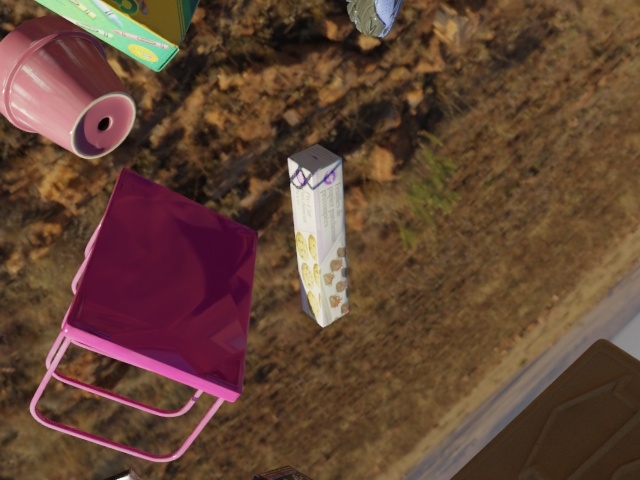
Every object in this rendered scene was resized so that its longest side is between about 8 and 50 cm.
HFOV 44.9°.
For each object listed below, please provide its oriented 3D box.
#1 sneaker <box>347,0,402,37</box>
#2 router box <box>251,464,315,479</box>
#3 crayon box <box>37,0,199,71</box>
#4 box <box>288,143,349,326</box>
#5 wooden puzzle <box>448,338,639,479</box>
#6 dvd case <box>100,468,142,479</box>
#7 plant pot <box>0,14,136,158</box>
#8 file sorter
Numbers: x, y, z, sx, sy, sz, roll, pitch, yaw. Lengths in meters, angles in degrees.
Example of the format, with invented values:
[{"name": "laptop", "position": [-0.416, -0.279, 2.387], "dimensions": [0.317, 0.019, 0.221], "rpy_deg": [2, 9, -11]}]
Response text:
[{"name": "sneaker", "position": [0.095, -0.251, 0.642], "dimensions": [0.221, 0.087, 0.083], "rpy_deg": [-61, -173, -21]}, {"name": "router box", "position": [-0.030, 0.322, 0.961], "dimensions": [0.038, 0.092, 0.122], "rpy_deg": [-65, 159, -2]}, {"name": "crayon box", "position": [-0.307, -0.383, 1.079], "dimensions": [0.081, 0.278, 0.165], "rpy_deg": [-25, -137, 53]}, {"name": "box", "position": [0.000, 0.000, 1.281], "dimensions": [0.063, 0.067, 0.324], "rpy_deg": [-29, 135, -29]}, {"name": "wooden puzzle", "position": [0.210, 0.255, 0.662], "dimensions": [0.322, 0.080, 0.348], "rpy_deg": [-44, -172, 3]}, {"name": "dvd case", "position": [-0.298, 0.460, 1.218], "dimensions": [0.164, 0.221, 0.018], "rpy_deg": [-25, -155, 18]}, {"name": "plant pot", "position": [-0.408, -0.237, 1.267], "dimensions": [0.201, 0.180, 0.201], "rpy_deg": [-41, 158, -21]}, {"name": "file sorter", "position": [-0.217, 0.095, 0.972], "dimensions": [0.182, 0.202, 0.291], "rpy_deg": [-52, -157, 32]}]
